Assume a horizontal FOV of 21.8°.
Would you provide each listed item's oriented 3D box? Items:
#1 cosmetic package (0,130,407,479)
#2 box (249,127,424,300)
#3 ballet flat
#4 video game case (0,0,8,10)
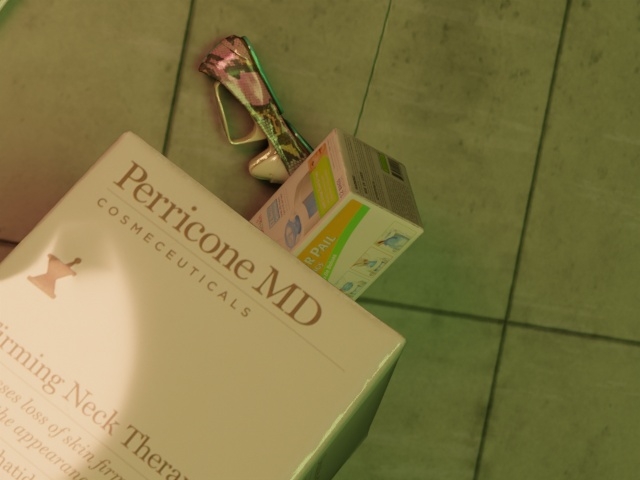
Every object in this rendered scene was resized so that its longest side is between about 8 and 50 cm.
[{"bbox_3d":[-0.180,0.186,1.542,0.329,0.327,0.394,37,71,9],"label":"cosmetic package"},{"bbox_3d":[0.000,0.000,1.781,0.103,0.114,0.203,26,122,-30],"label":"box"},{"bbox_3d":[-0.060,-0.119,1.816,0.079,0.077,0.221,-35,109,-2],"label":"ballet flat"},{"bbox_3d":[-0.443,-0.274,1.587,0.285,0.025,0.204,41,76,-29],"label":"video game case"}]
